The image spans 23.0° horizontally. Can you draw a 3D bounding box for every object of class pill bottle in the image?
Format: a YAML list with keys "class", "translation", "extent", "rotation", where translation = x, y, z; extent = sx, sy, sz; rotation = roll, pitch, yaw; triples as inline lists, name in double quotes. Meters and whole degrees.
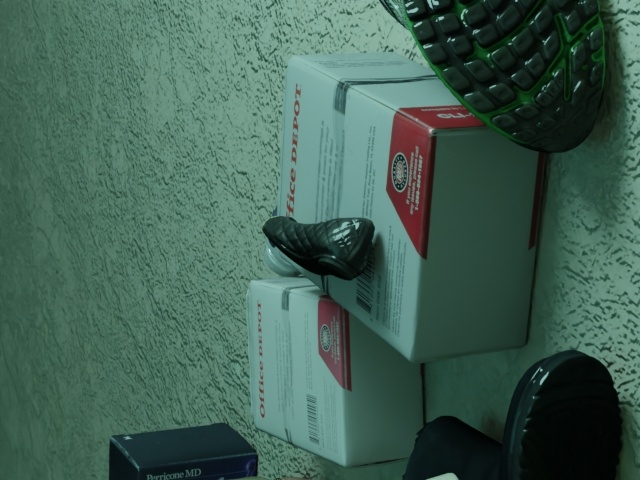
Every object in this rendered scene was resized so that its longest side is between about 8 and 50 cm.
- class: "pill bottle"
  translation: [-0.017, -0.015, 1.600]
  extent: [0.120, 0.067, 0.067]
  rotation: [119, 139, -49]

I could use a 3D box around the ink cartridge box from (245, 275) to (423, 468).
- class: "ink cartridge box"
  translation: [0.011, 0.122, 1.534]
  extent: [0.218, 0.092, 0.158]
  rotation: [9, 102, 63]

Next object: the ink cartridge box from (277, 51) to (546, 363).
- class: "ink cartridge box"
  translation: [0.069, -0.039, 1.355]
  extent: [0.273, 0.114, 0.197]
  rotation: [36, 127, 58]

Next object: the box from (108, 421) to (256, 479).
- class: "box"
  translation: [-0.167, 0.335, 1.878]
  extent: [0.108, 0.153, 0.207]
  rotation: [-150, 59, -60]

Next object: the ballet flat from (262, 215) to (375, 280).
- class: "ballet flat"
  translation: [0.000, 0.000, 1.335]
  extent: [0.049, 0.057, 0.173]
  rotation: [-56, 25, -9]

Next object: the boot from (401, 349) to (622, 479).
- class: "boot"
  translation: [0.140, 0.180, 1.259]
  extent: [0.207, 0.094, 0.246]
  rotation: [28, 125, 57]

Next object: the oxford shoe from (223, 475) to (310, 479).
- class: "oxford shoe"
  translation: [-0.139, 0.406, 1.752]
  extent: [0.140, 0.147, 0.397]
  rotation: [-113, 42, -54]

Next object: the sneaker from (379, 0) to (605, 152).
- class: "sneaker"
  translation: [0.120, -0.200, 1.249]
  extent: [0.343, 0.134, 0.146]
  rotation: [61, -178, 31]

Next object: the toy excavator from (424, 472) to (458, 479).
- class: "toy excavator"
  translation: [0.141, 0.425, 0.981]
  extent: [0.433, 0.222, 0.445]
  rotation: [-107, 1, -57]
